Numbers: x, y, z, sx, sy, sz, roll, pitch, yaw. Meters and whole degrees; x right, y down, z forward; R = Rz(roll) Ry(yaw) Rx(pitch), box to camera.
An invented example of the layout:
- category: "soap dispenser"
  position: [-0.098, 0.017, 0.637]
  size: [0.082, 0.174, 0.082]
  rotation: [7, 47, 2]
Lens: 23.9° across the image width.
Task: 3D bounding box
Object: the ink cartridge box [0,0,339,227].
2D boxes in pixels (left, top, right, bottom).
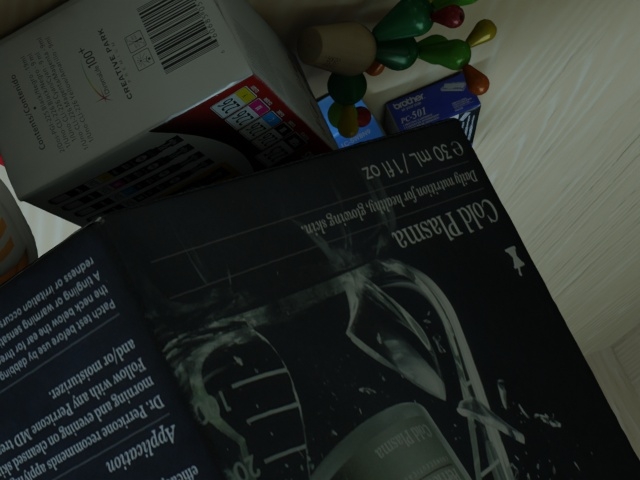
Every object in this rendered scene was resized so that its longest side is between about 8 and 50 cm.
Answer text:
- category: "ink cartridge box"
  position: [-0.153, -0.086, 1.260]
  size: [0.272, 0.130, 0.309]
  rotation: [-27, 164, 9]

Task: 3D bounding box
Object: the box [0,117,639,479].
- category: "box"
  position: [0.000, 0.196, 1.229]
  size: [0.297, 0.471, 0.480]
  rotation: [-30, 174, 38]

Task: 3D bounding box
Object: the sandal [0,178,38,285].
- category: "sandal"
  position: [-0.285, -0.034, 1.063]
  size: [0.102, 0.076, 0.265]
  rotation: [-1, 139, 15]

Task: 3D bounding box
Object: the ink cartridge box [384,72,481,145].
- category: "ink cartridge box"
  position: [0.124, -0.117, 1.722]
  size: [0.097, 0.046, 0.207]
  rotation: [-22, 164, -6]

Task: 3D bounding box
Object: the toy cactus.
- category: "toy cactus"
  position: [0.055, -0.164, 1.386]
  size: [0.180, 0.112, 0.219]
  rotation: [-3, 160, -44]

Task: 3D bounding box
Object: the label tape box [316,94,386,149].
- category: "label tape box"
  position: [0.000, 0.000, 1.657]
  size: [0.241, 0.106, 0.333]
  rotation: [-28, 150, 6]
